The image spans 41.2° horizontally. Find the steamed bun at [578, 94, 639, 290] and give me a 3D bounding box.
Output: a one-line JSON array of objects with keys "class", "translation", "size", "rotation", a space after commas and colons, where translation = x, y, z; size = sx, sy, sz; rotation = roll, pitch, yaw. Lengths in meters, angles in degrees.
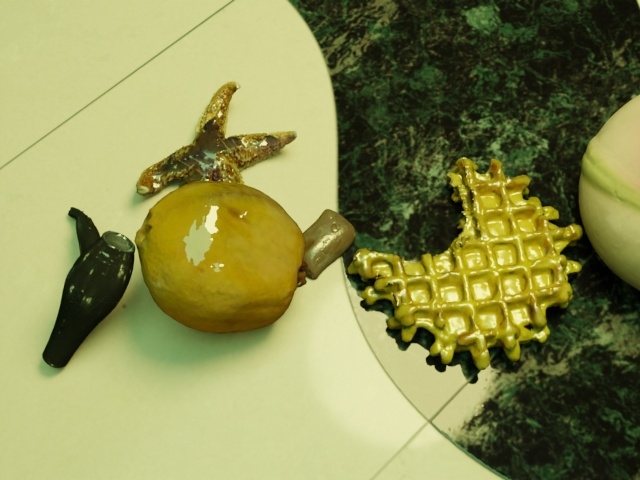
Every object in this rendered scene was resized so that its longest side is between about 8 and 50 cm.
[{"class": "steamed bun", "translation": [0.486, -0.078, 1.065], "size": [0.309, 0.309, 0.309], "rotation": [1, 65, -1]}]

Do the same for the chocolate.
[{"class": "chocolate", "translation": [0.000, 0.000, 1.156], "size": [0.064, 0.031, 0.101], "rotation": [41, 72, 20]}]

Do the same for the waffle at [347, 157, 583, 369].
[{"class": "waffle", "translation": [0.209, 0.030, 1.128], "size": [0.260, 0.069, 0.293], "rotation": [39, 71, 16]}]

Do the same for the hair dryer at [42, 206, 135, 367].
[{"class": "hair dryer", "translation": [-0.311, 0.031, 1.102], "size": [0.075, 0.195, 0.219], "rotation": [19, 26, -33]}]

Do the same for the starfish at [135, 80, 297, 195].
[{"class": "starfish", "translation": [-0.144, -0.111, 1.188], "size": [0.216, 0.071, 0.238], "rotation": [4, 75, -6]}]

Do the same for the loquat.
[{"class": "loquat", "translation": [-0.117, 0.022, 1.057], "size": [0.234, 0.176, 0.187], "rotation": [12, 89, -32]}]
